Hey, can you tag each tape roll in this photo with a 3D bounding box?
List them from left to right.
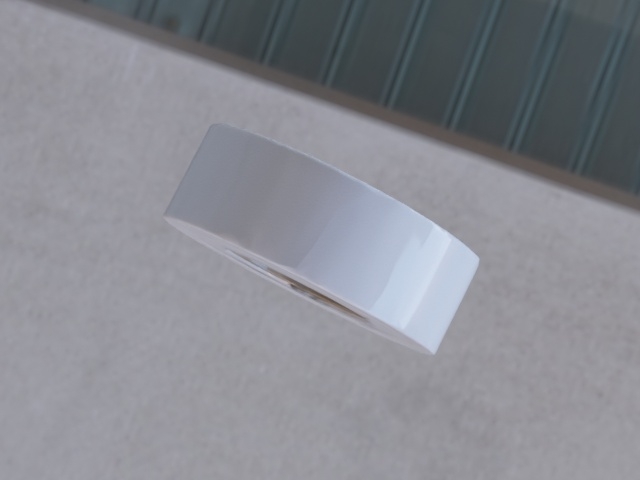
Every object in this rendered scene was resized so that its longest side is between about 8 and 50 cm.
[{"bbox_3d":[0.000,0.000,1.408,0.100,0.286,0.286,-64,179,-5],"label":"tape roll"}]
